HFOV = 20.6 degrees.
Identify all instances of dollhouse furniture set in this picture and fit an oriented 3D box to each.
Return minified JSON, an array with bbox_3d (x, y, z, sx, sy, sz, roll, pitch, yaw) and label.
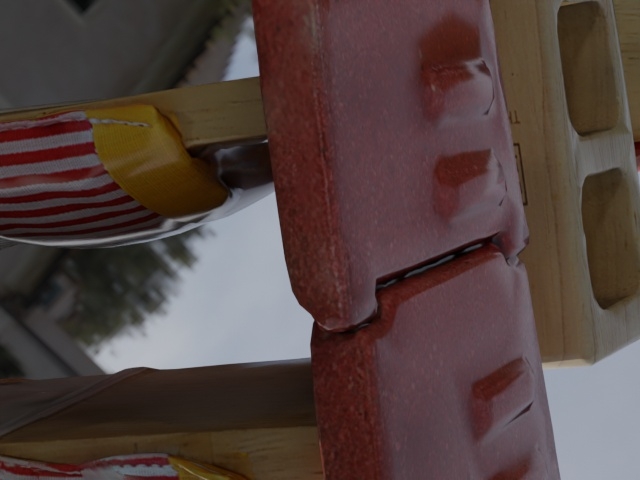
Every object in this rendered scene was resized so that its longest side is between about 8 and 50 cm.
[{"bbox_3d":[0.000,0.000,0.547,0.201,0.152,0.374,-6,-175,27],"label":"dollhouse furniture set"}]
